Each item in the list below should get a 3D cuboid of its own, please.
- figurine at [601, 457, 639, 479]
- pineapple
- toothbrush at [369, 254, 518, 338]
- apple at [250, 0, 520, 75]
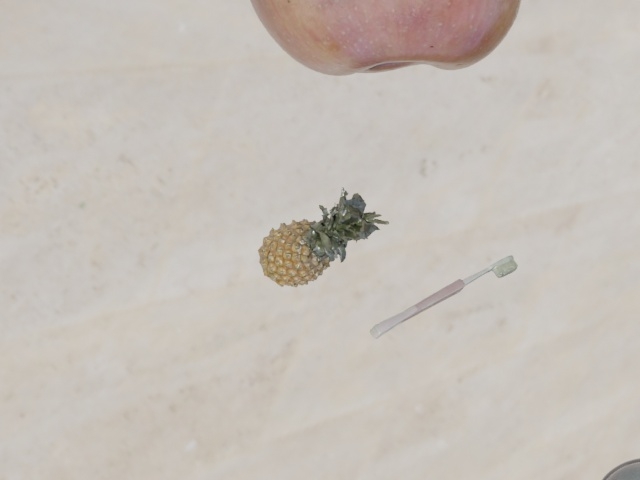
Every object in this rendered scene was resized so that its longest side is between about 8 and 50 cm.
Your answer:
[{"bbox_3d":[0.460,0.352,1.743,0.197,0.265,0.175,66,26,-63],"label":"figurine"},{"bbox_3d":[0.000,0.000,1.142,0.058,0.058,0.124,-25,178,-34],"label":"pineapple"},{"bbox_3d":[0.124,0.053,1.420,0.194,0.017,0.014,-23,160,-33],"label":"toothbrush"},{"bbox_3d":[0.066,-0.295,1.550,0.306,0.306,0.235,-10,97,-46],"label":"apple"}]
